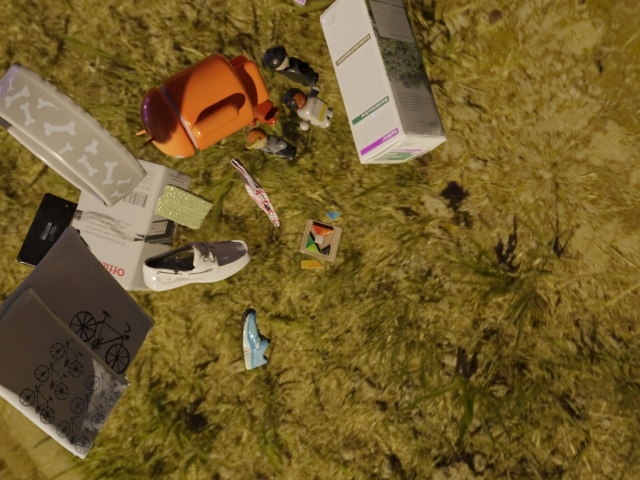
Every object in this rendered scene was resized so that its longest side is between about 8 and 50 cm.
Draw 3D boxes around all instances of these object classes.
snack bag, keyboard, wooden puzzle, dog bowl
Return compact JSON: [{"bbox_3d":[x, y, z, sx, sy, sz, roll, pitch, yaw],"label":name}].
[{"bbox_3d":[-0.479,0.195,1.189,0.037,0.342,0.323,-8,130,30],"label":"snack bag"},{"bbox_3d":[-0.639,-0.015,1.449,0.108,0.023,0.180,22,75,-19],"label":"keyboard"},{"bbox_3d":[0.000,0.000,1.141,0.079,0.014,0.116,8,92,23],"label":"wooden puzzle"},{"bbox_3d":[-0.525,-0.203,1.245,0.349,0.349,0.102,33,76,15],"label":"dog bowl"}]

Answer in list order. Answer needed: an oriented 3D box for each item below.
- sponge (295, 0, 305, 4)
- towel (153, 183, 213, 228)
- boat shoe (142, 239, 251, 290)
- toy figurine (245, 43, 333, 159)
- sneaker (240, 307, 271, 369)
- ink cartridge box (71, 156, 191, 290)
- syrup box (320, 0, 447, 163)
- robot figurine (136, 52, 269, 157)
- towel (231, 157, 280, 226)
[{"bbox_3d":[-0.112,-0.424,0.940,0.210,0.117,0.031,45,115,47],"label":"sponge"},{"bbox_3d":[-0.394,-0.098,1.743,0.148,0.027,0.110,22,113,-29],"label":"towel"},{"bbox_3d":[-0.304,0.048,1.507,0.277,0.096,0.098,-18,58,-19],"label":"boat shoe"},{"bbox_3d":[-0.096,-0.312,1.391,0.213,0.148,0.209,-36,55,27],"label":"toy figurine"},{"bbox_3d":[-0.162,0.243,1.522,0.073,0.063,0.162,-6,110,-12],"label":"sneaker"},{"bbox_3d":[-0.616,-0.065,1.920,0.285,0.166,0.394,17,90,21],"label":"ink cartridge box"},{"bbox_3d":[0.088,-0.234,0.865,0.096,0.093,0.236,-25,76,49],"label":"syrup box"},{"bbox_3d":[-0.195,-0.217,0.979,0.219,0.128,0.158,-32,75,-10],"label":"robot figurine"},{"bbox_3d":[-0.182,-0.131,1.694,0.029,0.197,0.144,-36,60,-8],"label":"towel"}]
